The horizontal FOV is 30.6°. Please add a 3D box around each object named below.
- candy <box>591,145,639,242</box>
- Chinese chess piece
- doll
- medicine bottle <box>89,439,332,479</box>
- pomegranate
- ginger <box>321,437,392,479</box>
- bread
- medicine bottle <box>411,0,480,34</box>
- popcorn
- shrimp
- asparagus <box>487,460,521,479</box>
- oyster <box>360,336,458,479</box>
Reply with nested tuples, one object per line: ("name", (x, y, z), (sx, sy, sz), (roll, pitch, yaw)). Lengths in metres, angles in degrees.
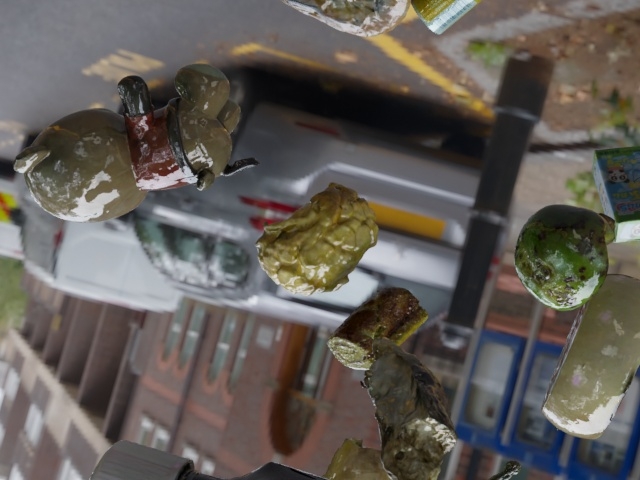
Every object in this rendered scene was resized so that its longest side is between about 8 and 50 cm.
("candy", (0.565, -0.086, 2.140), (0.097, 0.194, 0.062), (-5, 138, 0))
("Chinese chess piece", (0.408, 0.167, 1.716), (0.097, 0.250, 0.251), (23, 177, 11))
("doll", (-0.266, -0.123, 1.701), (0.330, 0.174, 0.235), (-17, 161, 4))
("medicine bottle", (-0.121, 0.401, 1.586), (0.395, 0.242, 0.242), (18, 177, 14))
("pomegranate", (0.335, 0.005, 1.601), (0.122, 0.169, 0.143), (37, 145, -2))
("ginger", (0.059, 0.451, 2.055), (0.123, 0.193, 0.115), (29, -174, 11))
("bread", (0.111, 0.172, 2.304), (0.103, 0.172, 0.132), (57, 154, -15))
("medicine bottle", (0.210, -0.344, 1.434), (0.074, 0.218, 0.074), (41, -154, -25))
("popcorn", (0.000, 0.000, 2.343), (0.190, 0.250, 0.250), (55, -168, 21))
("shrimp", (0.005, -0.321, 1.421), (0.219, 0.046, 0.152), (17, 146, 2))
("asparagus", (0.156, 0.269, 1.205), (0.018, 0.127, 0.015), (49, 180, 17))
("oyster", (0.138, 0.261, 1.733), (0.166, 0.110, 0.341), (59, -169, -14))
